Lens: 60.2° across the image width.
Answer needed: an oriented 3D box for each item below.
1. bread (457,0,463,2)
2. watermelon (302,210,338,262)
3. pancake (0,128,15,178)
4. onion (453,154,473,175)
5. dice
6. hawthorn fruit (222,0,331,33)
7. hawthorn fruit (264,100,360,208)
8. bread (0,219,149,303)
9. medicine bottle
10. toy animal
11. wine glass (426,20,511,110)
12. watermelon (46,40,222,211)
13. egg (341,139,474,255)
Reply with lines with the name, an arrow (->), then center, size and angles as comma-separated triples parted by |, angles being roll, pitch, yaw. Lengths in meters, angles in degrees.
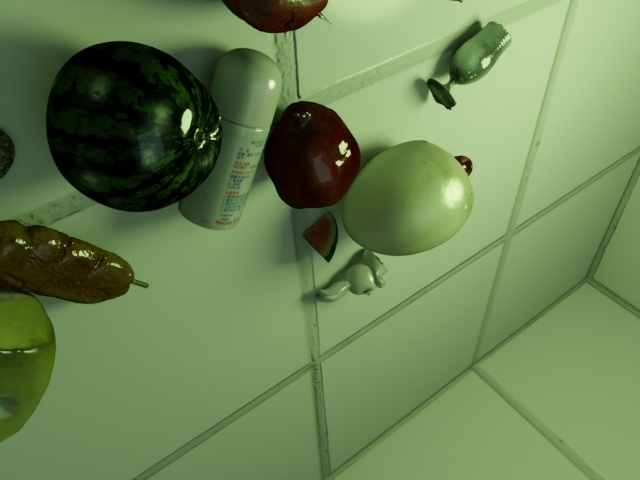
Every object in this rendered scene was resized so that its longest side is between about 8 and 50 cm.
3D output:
bread -> 0.226, -0.567, 1.136 | 0.245, 0.094, 0.102 | -4, 118, -44
watermelon -> 0.000, 0.000, 1.450 | 0.094, 0.135, 0.125 | 16, 121, -11
pancake -> -0.529, -0.132, 0.848 | 0.115, 0.011, 0.115 | -27, 140, -25
onion -> 0.401, -0.213, 1.650 | 0.107, 0.097, 0.107 | -29, 170, -6
dice -> -0.599, 0.193, 0.894 | 0.233, 0.238, 0.227 | 20, 107, -51
hawthorn fruit -> -0.061, -0.423, 0.917 | 0.235, 0.181, 0.181 | 21, 108, -52
hawthorn fruit -> -0.020, -0.187, 1.146 | 0.208, 0.208, 0.248 | -36, 151, -15
bread -> -0.462, 0.048, 1.028 | 0.124, 0.084, 0.344 | -46, 146, 12
medicine bottle -> -0.170, -0.193, 1.052 | 0.130, 0.130, 0.341 | -5, 128, -43
toy animal -> 0.101, 0.135, 1.646 | 0.220, 0.131, 0.104 | -40, -174, -7
wine glass -> 0.377, -0.442, 1.395 | 0.222, 0.103, 0.103 | -45, 144, 0
watermelon -> -0.288, -0.172, 0.862 | 0.269, 0.269, 0.269 | -27, 140, -25
egg -> 0.218, -0.099, 1.409 | 0.345, 0.283, 0.283 | -30, 141, -13
